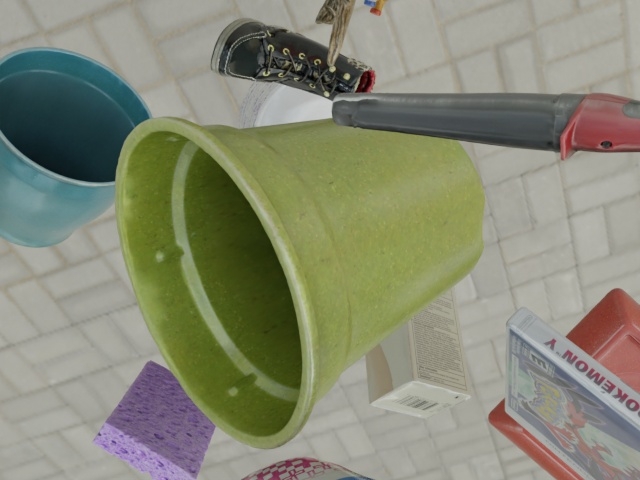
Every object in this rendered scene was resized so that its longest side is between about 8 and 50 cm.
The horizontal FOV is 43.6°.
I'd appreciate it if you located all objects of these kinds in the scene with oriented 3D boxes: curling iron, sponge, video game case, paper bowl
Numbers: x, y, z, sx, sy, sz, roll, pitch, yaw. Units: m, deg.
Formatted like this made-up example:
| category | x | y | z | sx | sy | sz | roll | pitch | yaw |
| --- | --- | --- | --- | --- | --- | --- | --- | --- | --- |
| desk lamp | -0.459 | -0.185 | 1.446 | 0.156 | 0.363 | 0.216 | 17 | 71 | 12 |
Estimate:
| category | x | y | z | sx | sy | sz | roll | pitch | yaw |
| --- | --- | --- | --- | --- | --- | --- | --- | --- | --- |
| curling iron | 0.133 | -0.044 | 0.398 | 0.274 | 0.035 | 0.068 | 13 | 115 | 16 |
| sponge | -0.184 | 0.215 | 0.950 | 0.117 | 0.210 | 0.031 | 32 | 100 | -4 |
| video game case | 0.211 | 0.149 | 0.586 | 0.023 | 0.183 | 0.201 | -43 | 151 | -13 |
| paper bowl | -0.034 | -0.260 | 1.822 | 0.284 | 0.148 | 0.284 | -16 | 127 | -23 |

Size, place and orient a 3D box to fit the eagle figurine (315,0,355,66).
| category | x | y | z | sx | sy | sz | roll | pitch | yaw |
| --- | --- | --- | --- | --- | --- | --- | --- | --- | --- |
| eagle figurine | -0.075 | -0.378 | 0.922 | 0.298 | 0.226 | 0.225 | 20 | 147 | -12 |

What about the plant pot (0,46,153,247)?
| category | x | y | z | sx | sy | sz | roll | pitch | yaw |
| --- | --- | --- | --- | --- | --- | --- | --- | --- | --- |
| plant pot | -0.444 | -0.130 | 1.314 | 0.271 | 0.272 | 0.255 | 23 | 136 | -24 |

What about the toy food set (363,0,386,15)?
| category | x | y | z | sx | sy | sz | roll | pitch | yaw |
| --- | --- | --- | --- | --- | --- | --- | --- | --- | --- |
| toy food set | 0.152 | -0.494 | 1.552 | 0.111 | 0.232 | 0.105 | 12 | 101 | -34 |

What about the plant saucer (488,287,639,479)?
| category | x | y | z | sx | sy | sz | roll | pitch | yaw |
| --- | --- | --- | --- | --- | --- | --- | --- | --- | --- |
| plant saucer | 0.409 | 0.241 | 1.093 | 0.258 | 0.048 | 0.259 | 41 | 100 | -9 |

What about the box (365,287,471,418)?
| category | x | y | z | sx | sy | sz | roll | pitch | yaw |
| --- | --- | --- | --- | --- | --- | --- | --- | --- | --- |
| box | 0.166 | 0.149 | 1.465 | 0.148 | 0.311 | 0.121 | 21 | 139 | -30 |

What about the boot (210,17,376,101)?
| category | x | y | z | sx | sy | sz | roll | pitch | yaw |
| --- | --- | --- | --- | --- | --- | --- | --- | --- | --- |
| boot | -0.033 | -0.254 | 1.167 | 0.178 | 0.236 | 0.085 | 27 | 114 | 18 |

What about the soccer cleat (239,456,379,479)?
| category | x | y | z | sx | sy | sz | roll | pitch | yaw |
| --- | --- | --- | --- | --- | --- | --- | --- | --- | --- |
| soccer cleat | -0.006 | 0.201 | 0.506 | 0.143 | 0.116 | 0.331 | 5 | 165 | -40 |

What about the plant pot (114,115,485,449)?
| category | x | y | z | sx | sy | sz | roll | pitch | yaw |
| --- | --- | --- | --- | --- | --- | --- | --- | --- | --- |
| plant pot | 0.000 | 0.000 | 0.702 | 0.253 | 0.276 | 0.276 | -22 | 138 | -34 |
